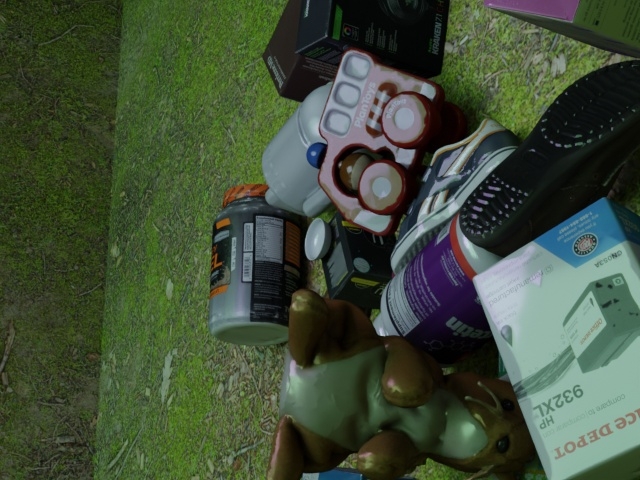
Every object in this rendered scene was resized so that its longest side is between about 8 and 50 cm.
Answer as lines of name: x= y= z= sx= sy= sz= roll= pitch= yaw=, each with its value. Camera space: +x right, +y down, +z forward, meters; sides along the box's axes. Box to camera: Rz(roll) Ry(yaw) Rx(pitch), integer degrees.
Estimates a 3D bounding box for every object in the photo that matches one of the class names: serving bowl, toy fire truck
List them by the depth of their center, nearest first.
toy fire truck: x=0.103 y=-0.176 z=1.813 sx=0.253 sy=0.169 sz=0.302 roll=26 pitch=104 yaw=28
serving bowl: x=0.000 y=0.000 z=1.936 sx=0.083 sy=0.027 sz=0.083 roll=-37 pitch=47 yaw=54

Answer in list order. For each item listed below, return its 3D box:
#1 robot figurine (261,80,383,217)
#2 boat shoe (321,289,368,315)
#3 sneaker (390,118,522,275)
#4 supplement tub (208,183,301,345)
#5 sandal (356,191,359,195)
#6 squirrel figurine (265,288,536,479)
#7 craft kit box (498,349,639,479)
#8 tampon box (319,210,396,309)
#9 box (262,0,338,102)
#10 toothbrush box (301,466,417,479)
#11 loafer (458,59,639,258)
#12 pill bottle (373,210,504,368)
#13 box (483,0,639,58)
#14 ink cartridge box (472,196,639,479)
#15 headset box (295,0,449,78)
robot figurine: x=0.010 y=-0.189 z=2.067 sx=0.353 sy=0.199 sz=0.300 roll=-45 pitch=39 yaw=45
boat shoe: x=0.014 y=0.234 z=2.009 sx=0.104 sy=0.110 sz=0.307 roll=18 pitch=86 yaw=66
sneaker: x=0.229 y=-0.069 z=1.700 sx=0.321 sy=0.126 sz=0.128 roll=-47 pitch=44 yaw=28
supplement tub: x=-0.147 y=0.056 z=2.256 sx=0.207 sy=0.207 sz=0.338 roll=-32 pitch=51 yaw=53
sandal: x=0.141 y=-0.090 z=1.958 sx=0.180 sy=0.049 sz=0.072 roll=-8 pitch=77 yaw=45
squirrel figurine: x=0.131 y=0.239 z=1.471 sx=0.397 sy=0.370 sz=0.281 roll=64 pitch=-146 yaw=-85
craft kit box: x=0.353 y=0.240 z=1.422 sx=0.246 sy=0.060 sz=0.250 roll=-22 pitch=60 yaw=54
tampon box: x=0.078 y=0.036 z=1.936 sx=0.101 sy=0.120 sz=0.161 roll=-53 pitch=36 yaw=40
box: x=0.016 y=-0.516 z=2.258 sx=0.381 sy=0.143 sz=0.191 roll=-62 pitch=32 yaw=30
toothbrush box: x=0.054 y=0.561 z=1.769 sx=0.216 sy=0.126 sz=0.296 roll=-12 pitch=70 yaw=60
loafer: x=0.360 y=-0.108 z=1.411 sx=0.366 sy=0.130 sz=0.134 roll=-41 pitch=38 yaw=6
pill bottle: x=0.219 y=0.086 z=1.593 sx=0.323 sy=0.181 sz=0.182 roll=-49 pitch=39 yaw=43
box: x=0.393 y=-0.335 z=1.370 sx=0.213 sy=0.242 sz=0.117 roll=38 pitch=112 yaw=60
ink cartridge box: x=0.359 y=0.138 z=1.271 sx=0.223 sy=0.129 sz=0.308 roll=-34 pitch=55 yaw=28
headset box: x=0.097 y=-0.462 z=1.928 sx=0.131 sy=0.283 sz=0.247 roll=-10 pitch=70 yaw=61
